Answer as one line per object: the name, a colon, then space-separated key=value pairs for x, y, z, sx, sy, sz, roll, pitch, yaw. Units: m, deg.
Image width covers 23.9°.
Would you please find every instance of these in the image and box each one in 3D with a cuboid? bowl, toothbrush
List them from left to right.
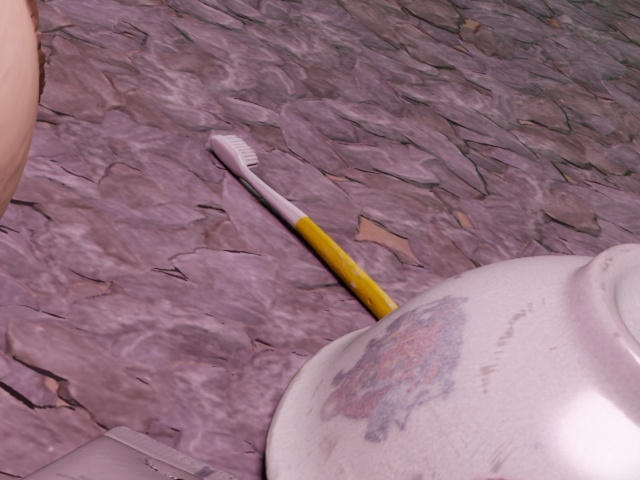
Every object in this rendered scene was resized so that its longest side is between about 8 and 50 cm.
toothbrush: x=0.000 y=0.000 z=1.195 sx=0.024 sy=0.021 sz=0.288 roll=-15 pitch=47 yaw=-37
bowl: x=0.201 y=0.131 z=0.932 sx=0.435 sy=0.196 sz=0.435 roll=20 pitch=32 yaw=-13

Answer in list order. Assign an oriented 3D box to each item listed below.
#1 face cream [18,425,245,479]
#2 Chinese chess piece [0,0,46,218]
face cream: x=-0.131 y=0.160 z=0.757 sx=0.143 sy=0.089 sz=0.314 roll=19 pitch=20 yaw=23
Chinese chess piece: x=-0.301 y=-0.102 z=0.742 sx=0.338 sy=0.338 sz=0.140 roll=25 pitch=54 yaw=0
